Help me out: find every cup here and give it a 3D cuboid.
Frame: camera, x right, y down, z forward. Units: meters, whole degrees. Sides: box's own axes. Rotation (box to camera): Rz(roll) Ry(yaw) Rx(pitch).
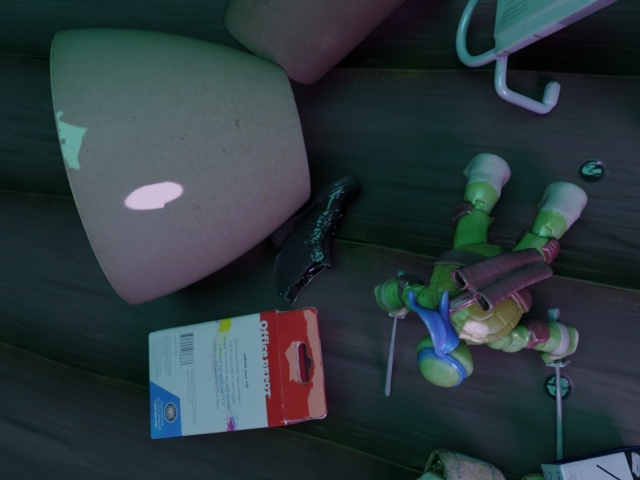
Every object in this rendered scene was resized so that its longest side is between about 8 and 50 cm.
[{"bbox_3d":[-0.145,-0.109,0.723,0.237,0.331,0.330,-13,70,-5],"label":"cup"}]

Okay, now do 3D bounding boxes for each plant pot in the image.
[{"bbox_3d":[-0.007,-0.335,0.760,0.263,0.263,0.229,48,112,25],"label":"plant pot"}]

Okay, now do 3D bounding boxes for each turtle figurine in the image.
[{"bbox_3d":[0.173,0.060,0.648,0.198,0.274,0.266,6,56,45],"label":"turtle figurine"}]

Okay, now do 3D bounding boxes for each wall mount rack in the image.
[{"bbox_3d":[0.303,-0.310,0.630,0.350,0.131,0.303,-8,71,65],"label":"wall mount rack"}]

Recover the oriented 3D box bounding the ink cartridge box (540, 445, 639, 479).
[{"bbox_3d":[0.287,0.306,0.548,0.097,0.046,0.206,-8,72,-9],"label":"ink cartridge box"}]

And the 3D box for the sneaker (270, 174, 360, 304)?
[{"bbox_3d":[-0.001,-0.001,0.760,0.170,0.051,0.089,-37,66,13],"label":"sneaker"}]

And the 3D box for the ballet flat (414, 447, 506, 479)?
[{"bbox_3d":[0.068,0.347,0.602,0.106,0.107,0.316,37,82,-14],"label":"ballet flat"}]

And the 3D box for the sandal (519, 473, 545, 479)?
[{"bbox_3d":[0.208,0.329,0.595,0.072,0.049,0.180,13,66,18],"label":"sandal"}]

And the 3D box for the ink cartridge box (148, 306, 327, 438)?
[{"bbox_3d":[-0.094,0.165,0.734,0.231,0.078,0.134,-11,73,18],"label":"ink cartridge box"}]
